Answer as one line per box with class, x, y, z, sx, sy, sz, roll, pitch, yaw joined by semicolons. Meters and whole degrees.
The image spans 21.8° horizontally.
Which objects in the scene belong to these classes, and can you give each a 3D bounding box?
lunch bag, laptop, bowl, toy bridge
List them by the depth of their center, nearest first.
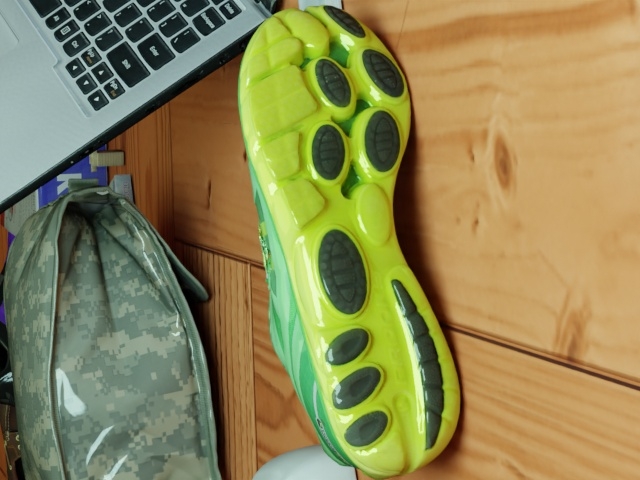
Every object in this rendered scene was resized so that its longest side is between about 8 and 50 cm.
bowl;-0.015;0.216;1.170;0.142;0.053;0.142;155;111;-72
laptop;-0.197;-0.300;1.261;0.382;0.408;0.236;52;175;44
lunch bag;-0.196;0.091;1.503;0.235;0.169;0.287;167;94;-71
toy bridge;-0.239;-0.165;1.744;0.026;0.063;0.188;-152;61;-68

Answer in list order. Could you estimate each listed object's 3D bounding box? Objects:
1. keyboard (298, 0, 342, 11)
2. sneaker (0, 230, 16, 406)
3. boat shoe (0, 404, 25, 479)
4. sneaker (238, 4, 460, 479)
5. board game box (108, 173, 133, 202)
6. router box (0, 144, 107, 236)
keyboard;0.012;-0.056;1.107;0.072;0.014;0.256;136;129;-72
sneaker;-0.395;0.086;2.118;0.102;0.146;0.293;110;150;-49
boat shoe;-0.402;0.277;2.300;0.073;0.073;0.207;-125;29;-54
sneaker;0.000;0.000;0.996;0.123;0.109;0.296;141;123;-63
board game box;-0.213;-0.014;1.759;0.090;0.020;0.090;137;127;-67
router box;-0.322;-0.168;1.956;0.301;0.082;0.335;-160;68;-70
